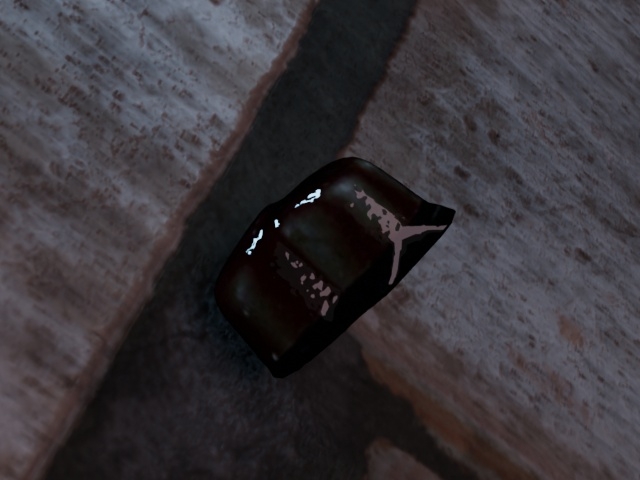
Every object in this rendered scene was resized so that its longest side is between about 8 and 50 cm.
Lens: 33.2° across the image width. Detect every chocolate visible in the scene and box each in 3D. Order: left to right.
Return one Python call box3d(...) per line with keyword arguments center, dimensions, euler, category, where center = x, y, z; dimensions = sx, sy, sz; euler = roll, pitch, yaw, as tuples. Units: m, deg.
box3d(center=(0.000, 0.000, 0.664), dimensions=(0.080, 0.149, 0.125), euler=(45, 10, -11), category="chocolate")
